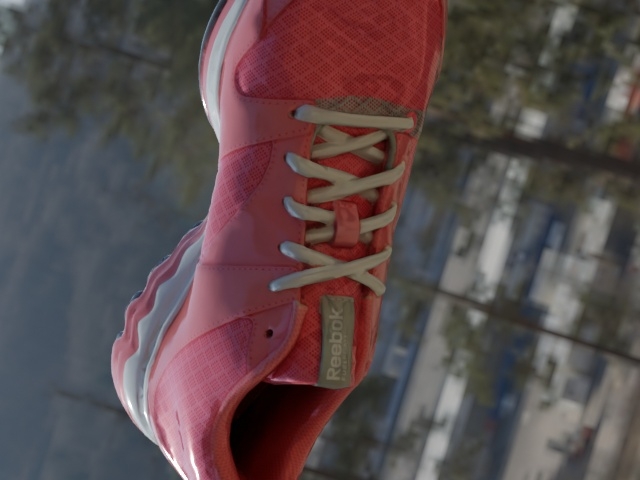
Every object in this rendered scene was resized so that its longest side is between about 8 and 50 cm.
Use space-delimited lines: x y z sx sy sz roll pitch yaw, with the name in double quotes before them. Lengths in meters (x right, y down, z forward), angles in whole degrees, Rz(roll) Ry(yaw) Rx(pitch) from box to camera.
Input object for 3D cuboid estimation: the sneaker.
"sneaker" 0.000 0.000 0.881 0.136 0.116 0.314 58 137 49
